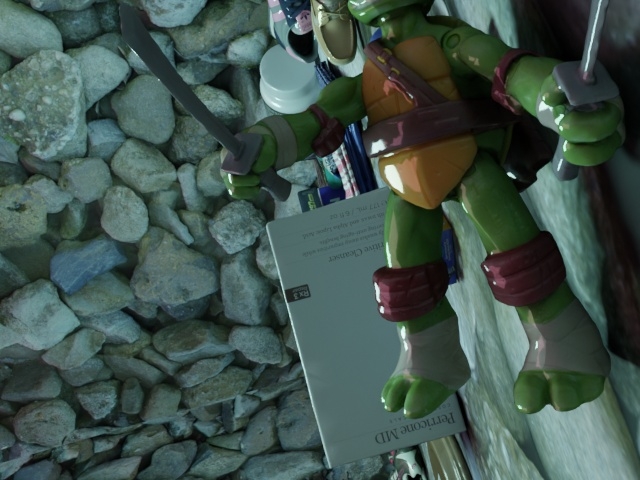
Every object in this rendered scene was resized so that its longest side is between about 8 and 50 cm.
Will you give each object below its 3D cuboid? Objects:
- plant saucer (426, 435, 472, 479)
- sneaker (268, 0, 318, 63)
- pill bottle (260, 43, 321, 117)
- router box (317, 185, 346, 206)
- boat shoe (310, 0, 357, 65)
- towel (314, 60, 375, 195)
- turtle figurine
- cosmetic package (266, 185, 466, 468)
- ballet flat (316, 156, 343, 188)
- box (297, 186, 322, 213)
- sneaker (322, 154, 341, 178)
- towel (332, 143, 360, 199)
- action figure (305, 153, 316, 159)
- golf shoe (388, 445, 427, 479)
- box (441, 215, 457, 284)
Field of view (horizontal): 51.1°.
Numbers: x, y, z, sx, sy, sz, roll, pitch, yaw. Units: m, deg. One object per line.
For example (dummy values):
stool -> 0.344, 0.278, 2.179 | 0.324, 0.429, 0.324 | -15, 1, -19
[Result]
plant saucer -> 0.241, 0.457, 1.173 | 0.278, 0.041, 0.278 | 164, 90, -90
sneaker -> -0.053, -0.497, 1.360 | 0.131, 0.112, 0.319 | 55, 172, 27
pill bottle -> -0.070, -0.375, 1.743 | 0.283, 0.161, 0.161 | 79, 175, -73
router box -> 0.086, 0.051, 1.901 | 0.301, 0.082, 0.336 | 77, 177, -62
boat shoe -> 0.013, -0.330, 0.932 | 0.059, 0.063, 0.170 | -75, -29, -81
towel -> 0.052, -0.225, 1.359 | 0.336, 0.040, 0.243 | -105, -2, -66
turtle figurine -> 0.045, -0.024, 0.350 | 0.275, 0.197, 0.266 | -92, -17, -80
cosmetic package -> 0.065, 0.139, 1.062 | 0.156, 0.217, 0.385 | 78, 174, -74
ballet flat -> 0.025, -0.224, 1.779 | 0.070, 0.070, 0.188 | -107, 5, -46
box -> 0.000, 0.000, 1.806 | 0.233, 0.059, 0.183 | 75, 177, -52
sneaker -> 0.027, -0.183, 1.472 | 0.058, 0.052, 0.135 | 62, -177, 31
towel -> 0.046, -0.124, 1.277 | 0.144, 0.029, 0.197 | -53, -54, -89
action figure -> -0.043, -0.383, 1.994 | 0.185, 0.099, 0.285 | -41, -60, -82
golf shoe -> 0.260, 0.700, 1.951 | 0.120, 0.105, 0.273 | -119, 11, -51
box -> 0.126, -0.009, 0.774 | 0.136, 0.028, 0.081 | -111, 5, -52
